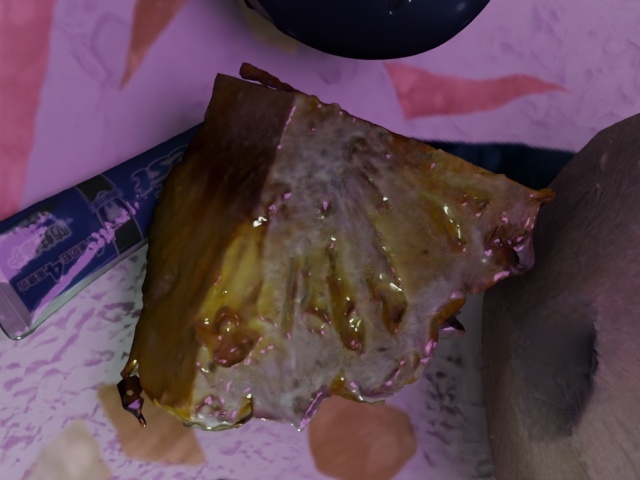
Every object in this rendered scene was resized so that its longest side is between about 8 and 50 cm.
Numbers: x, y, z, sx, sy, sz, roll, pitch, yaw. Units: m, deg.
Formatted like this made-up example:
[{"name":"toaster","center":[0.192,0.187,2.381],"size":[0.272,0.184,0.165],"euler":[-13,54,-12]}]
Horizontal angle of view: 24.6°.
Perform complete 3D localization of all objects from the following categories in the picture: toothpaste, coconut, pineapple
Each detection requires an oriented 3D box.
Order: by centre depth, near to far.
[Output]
[{"name":"pineapple","center":[0.000,0.000,0.726],"size":[0.236,0.114,0.186],"euler":[-33,121,-31]},{"name":"toothpaste","center":[-0.089,-0.020,0.739],"size":[0.197,0.035,0.057],"euler":[-33,89,-30]},{"name":"coconut","center":[0.233,0.078,0.811],"size":[0.310,0.297,0.297],"euler":[15,79,-34]}]

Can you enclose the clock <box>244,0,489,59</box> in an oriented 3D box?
[{"name":"clock","center":[0.027,-0.213,0.768],"size":[0.200,0.146,0.243],"euler":[23,67,-35]}]
